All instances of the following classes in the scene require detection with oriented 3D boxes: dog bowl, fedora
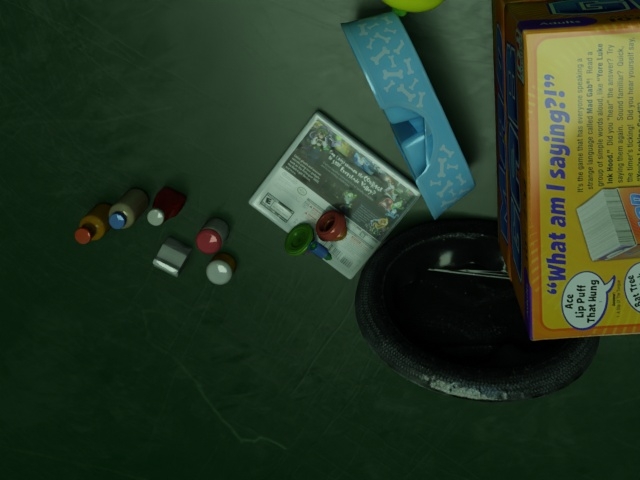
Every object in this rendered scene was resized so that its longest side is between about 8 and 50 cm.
[{"bbox_3d":[0.121,-0.169,1.614,0.074,0.166,0.297,-25,116,5],"label":"dog bowl"},{"bbox_3d":[0.212,0.124,1.691,0.334,0.334,0.152,9,141,6],"label":"fedora"}]

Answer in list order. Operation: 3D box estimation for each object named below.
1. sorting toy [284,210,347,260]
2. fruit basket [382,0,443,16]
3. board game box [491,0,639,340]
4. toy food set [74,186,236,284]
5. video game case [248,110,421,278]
[{"bbox_3d":[0.000,0.000,1.745,0.102,0.061,0.042,-27,137,25],"label":"sorting toy"},{"bbox_3d":[0.163,-0.450,1.484,0.392,0.392,0.283,41,77,-6],"label":"fruit basket"},{"bbox_3d":[0.402,-0.121,1.464,0.356,0.356,0.356,-4,110,3],"label":"board game box"},{"bbox_3d":[-0.231,-0.004,1.772,0.232,0.104,0.111,27,112,-1],"label":"toy food set"},{"bbox_3d":[0.020,-0.063,1.753,0.190,0.022,0.173,37,112,-4],"label":"video game case"}]
